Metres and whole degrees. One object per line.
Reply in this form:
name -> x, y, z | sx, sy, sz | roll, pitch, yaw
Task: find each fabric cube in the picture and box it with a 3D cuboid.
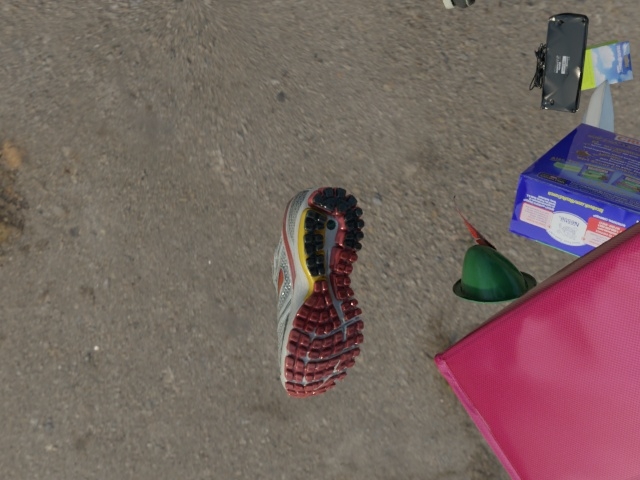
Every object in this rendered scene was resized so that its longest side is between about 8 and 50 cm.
fabric cube -> 0.291, 0.091, 0.497 | 0.259, 0.254, 0.258 | 57, 136, 11

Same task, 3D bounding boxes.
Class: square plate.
square plate -> 0.650, -0.163, 1.807 | 0.049, 0.347, 0.344 | 12, 80, 26

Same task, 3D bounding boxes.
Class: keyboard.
keyboard -> 0.458, -0.343, 1.432 | 0.100, 0.038, 0.192 | 15, 127, 27

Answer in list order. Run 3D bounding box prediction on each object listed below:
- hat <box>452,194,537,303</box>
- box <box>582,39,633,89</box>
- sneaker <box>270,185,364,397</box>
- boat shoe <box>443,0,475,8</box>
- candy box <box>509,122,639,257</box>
hat -> 0.354, 0.017, 1.614 | 0.173, 0.208, 0.184 | -31, 117, -47
box -> 0.723, -0.460, 1.976 | 0.178, 0.042, 0.109 | -10, 115, 17
sneaker -> -0.007, 0.054, 0.788 | 0.088, 0.092, 0.225 | 5, 95, -28
boat shoe -> 0.156, -0.324, 0.685 | 0.079, 0.084, 0.233 | 18, 126, 16
candy box -> 0.516, -0.075, 1.294 | 0.268, 0.317, 0.122 | 24, 126, 28
